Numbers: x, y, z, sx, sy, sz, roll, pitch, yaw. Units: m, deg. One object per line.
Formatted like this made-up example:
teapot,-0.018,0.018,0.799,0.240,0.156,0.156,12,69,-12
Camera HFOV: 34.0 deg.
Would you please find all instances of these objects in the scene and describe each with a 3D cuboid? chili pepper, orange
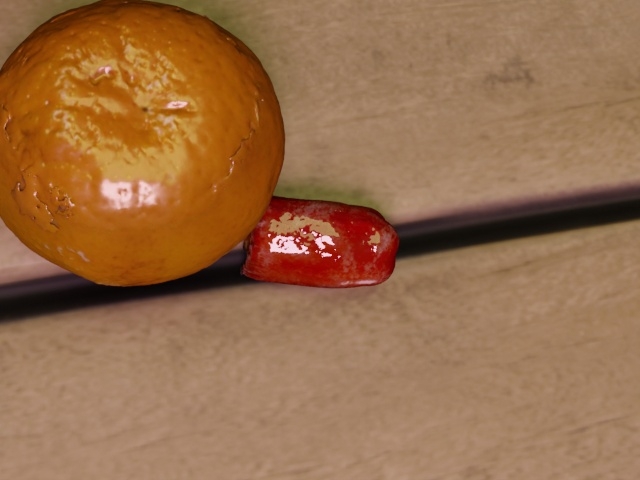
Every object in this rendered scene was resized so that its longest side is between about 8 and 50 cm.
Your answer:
chili pepper,0.000,0.000,0.843,0.123,0.070,0.073,5,55,-9
orange,-0.137,-0.071,0.769,0.219,0.193,0.219,10,56,-15
